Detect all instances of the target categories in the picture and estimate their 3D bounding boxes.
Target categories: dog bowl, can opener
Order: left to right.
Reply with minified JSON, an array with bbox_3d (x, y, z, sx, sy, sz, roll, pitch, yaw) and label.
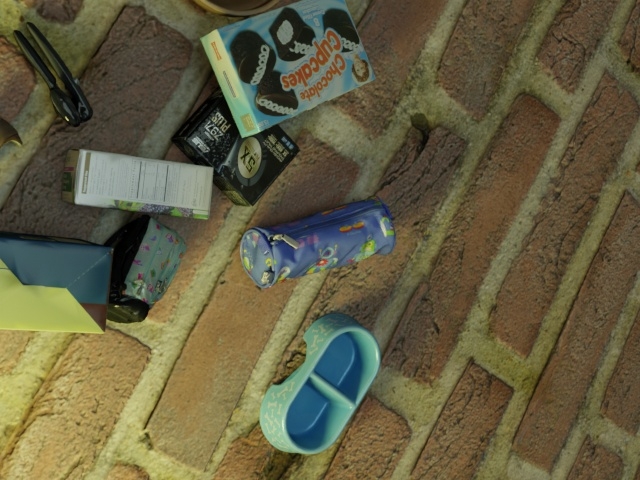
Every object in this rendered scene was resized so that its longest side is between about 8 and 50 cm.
[{"bbox_3d":[-0.437,-0.274,1.491,0.059,0.073,0.186,-30,98,-15],"label":"can opener"},{"bbox_3d":[0.008,0.284,1.763,0.166,0.074,0.297,40,76,-25],"label":"dog bowl"}]

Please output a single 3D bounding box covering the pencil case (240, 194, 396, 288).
[{"bbox_3d":[0.000,0.000,1.707,0.306,0.133,0.119,-15,68,-28],"label":"pencil case"}]

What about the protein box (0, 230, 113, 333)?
[{"bbox_3d":[-0.454,0.061,1.421,0.199,0.201,0.136,6,91,-29],"label":"protein box"}]

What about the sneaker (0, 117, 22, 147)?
[{"bbox_3d":[-0.548,-0.111,1.435,0.071,0.066,0.188,40,76,-26],"label":"sneaker"}]

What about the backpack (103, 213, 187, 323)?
[{"bbox_3d":[-0.311,0.049,1.544,0.115,0.152,0.182,37,64,-31],"label":"backpack"}]

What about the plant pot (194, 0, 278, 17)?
[{"bbox_3d":[-0.168,-0.506,1.589,0.237,0.109,0.237,-2,94,-28],"label":"plant pot"}]

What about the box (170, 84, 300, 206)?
[{"bbox_3d":[-0.152,-0.174,1.639,0.180,0.077,0.147,47,73,-23],"label":"box"}]

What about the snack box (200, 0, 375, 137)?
[{"bbox_3d":[-0.050,-0.327,1.640,0.322,0.060,0.187,-32,103,-40],"label":"snack box"}]

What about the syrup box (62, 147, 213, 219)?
[{"bbox_3d":[-0.312,-0.096,1.549,0.237,0.093,0.096,5,92,-29],"label":"syrup box"}]
